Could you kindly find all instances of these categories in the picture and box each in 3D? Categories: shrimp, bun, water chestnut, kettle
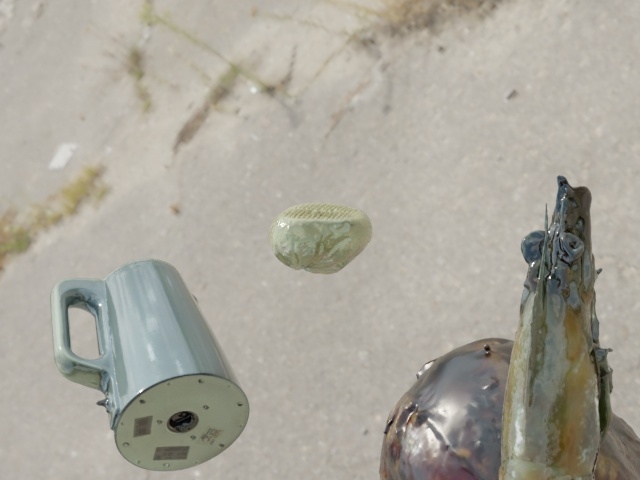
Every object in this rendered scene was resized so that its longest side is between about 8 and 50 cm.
[{"bbox_3d":[0.164,0.091,0.690,0.051,0.198,0.262,3,96,38],"label":"shrimp"},{"bbox_3d":[0.000,0.000,1.332,0.115,0.115,0.069,29,122,59],"label":"bun"},{"bbox_3d":[0.172,0.248,1.148,0.300,0.300,0.300,-34,37,31],"label":"water chestnut"},{"bbox_3d":[-0.221,0.138,1.461,0.243,0.210,0.160,-119,38,-45],"label":"kettle"}]
